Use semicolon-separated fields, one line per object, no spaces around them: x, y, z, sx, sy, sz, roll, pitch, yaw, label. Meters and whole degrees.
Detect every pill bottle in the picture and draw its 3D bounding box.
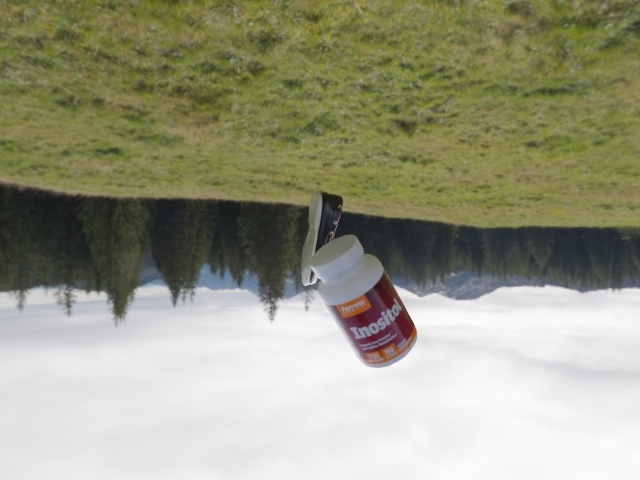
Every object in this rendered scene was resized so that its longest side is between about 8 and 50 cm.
0.051;0.073;0.518;0.086;0.152;0.086;-28;-162;10;pill bottle

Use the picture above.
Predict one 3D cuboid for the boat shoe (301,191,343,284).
0.001;0.001;0.569;0.041;0.133;0.049;5;-161;-20;boat shoe
